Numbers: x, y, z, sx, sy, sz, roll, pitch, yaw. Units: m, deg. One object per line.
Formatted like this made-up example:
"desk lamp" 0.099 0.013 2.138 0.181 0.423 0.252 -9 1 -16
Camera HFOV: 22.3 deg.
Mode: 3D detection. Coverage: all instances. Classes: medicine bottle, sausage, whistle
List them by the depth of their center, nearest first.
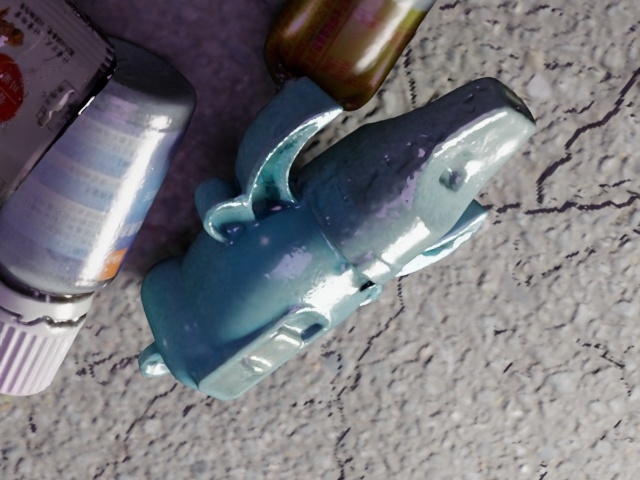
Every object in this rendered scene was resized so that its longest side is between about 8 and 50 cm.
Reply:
"sausage" 0.075 -0.209 0.839 0.082 0.082 0.371 23 113 -23
"medicine bottle" -0.144 -0.011 0.901 0.083 0.083 0.203 21 113 -22
"whistle" 0.000 0.000 0.917 0.274 0.093 0.186 -36 145 17

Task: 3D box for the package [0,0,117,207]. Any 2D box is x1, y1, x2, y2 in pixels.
"package" -0.224 -0.059 0.860 0.154 0.030 0.239 41 112 2
